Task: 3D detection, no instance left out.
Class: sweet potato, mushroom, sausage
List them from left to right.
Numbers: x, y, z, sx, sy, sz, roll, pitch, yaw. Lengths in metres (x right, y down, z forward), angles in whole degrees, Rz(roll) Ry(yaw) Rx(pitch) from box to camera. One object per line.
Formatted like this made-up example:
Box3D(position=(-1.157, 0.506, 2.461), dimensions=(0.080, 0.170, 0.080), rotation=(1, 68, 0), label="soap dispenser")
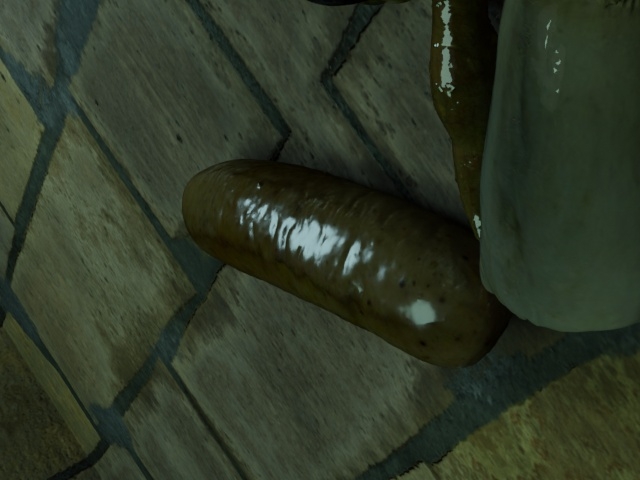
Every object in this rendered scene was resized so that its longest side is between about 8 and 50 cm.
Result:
Box3D(position=(-0.002, -0.002, 1.336), dimensions=(0.136, 0.123, 0.501), rotation=(40, 169, -36), label="sausage")
Box3D(position=(0.114, -0.123, 1.055), dimensions=(0.067, 0.067, 0.273), rotation=(29, 137, 47), label="sweet potato")
Box3D(position=(0.178, -0.071, 0.922), dimensions=(0.154, 0.138, 0.407), rotation=(57, 165, 35), label="mushroom")

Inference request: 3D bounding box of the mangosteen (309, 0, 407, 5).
Box3D(position=(0.029, -0.228, 1.042), dimensions=(0.151, 0.137, 0.137), rotation=(36, 170, -34), label="mangosteen")
